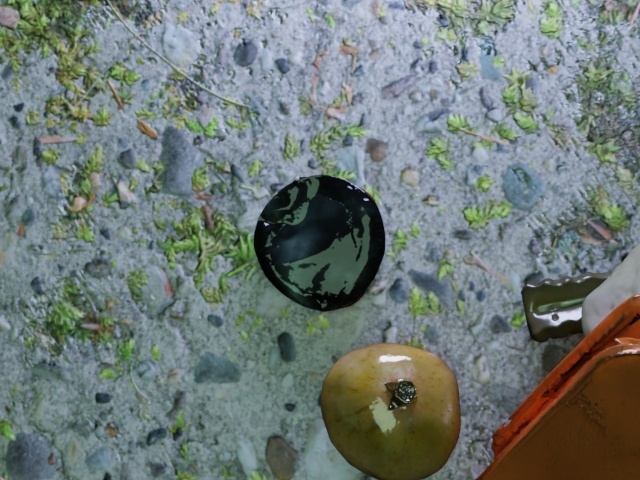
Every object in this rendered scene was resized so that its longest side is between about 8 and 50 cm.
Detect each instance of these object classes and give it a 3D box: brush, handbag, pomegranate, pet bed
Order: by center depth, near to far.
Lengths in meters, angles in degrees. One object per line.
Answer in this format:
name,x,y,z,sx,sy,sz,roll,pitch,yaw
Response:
handbag,0.374,0.269,0.963,0.303,0.410,0.116,34,46,9
pomegranate,0.091,0.223,1.100,0.191,0.191,0.191,-1,83,9
brush,0.422,0.067,1.128,0.301,0.071,0.084,-12,78,2
pet bed,0.000,0.000,1.208,0.201,0.053,0.201,-1,84,9

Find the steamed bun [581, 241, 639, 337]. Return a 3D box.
steamed bun,0.497,0.116,1.002,0.320,0.206,0.275,-21,118,4
